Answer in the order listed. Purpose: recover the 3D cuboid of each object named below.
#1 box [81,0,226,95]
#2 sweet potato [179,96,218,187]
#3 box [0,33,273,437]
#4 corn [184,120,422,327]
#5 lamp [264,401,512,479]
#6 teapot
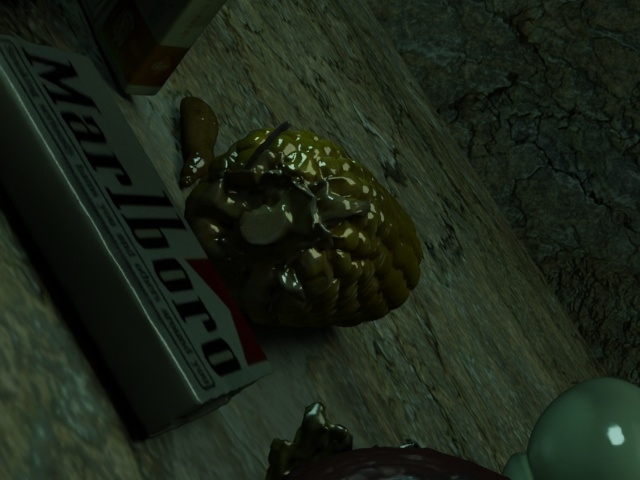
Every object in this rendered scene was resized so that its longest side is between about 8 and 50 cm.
[{"bbox_3d":[-0.118,-0.207,0.818,0.032,0.122,0.220,1,52,-45],"label":"box"},{"bbox_3d":[-0.075,-0.061,0.848,0.026,0.026,0.115,52,12,-27],"label":"sweet potato"},{"bbox_3d":[-0.090,-0.005,0.599,0.177,0.036,0.115,59,11,6],"label":"box"},{"bbox_3d":[0.000,0.000,0.811,0.106,0.106,0.305,60,8,9],"label":"corn"},{"bbox_3d":[0.028,0.152,0.474,0.156,0.135,0.157,29,42,0],"label":"lamp"},{"bbox_3d":[0.209,0.222,0.990,0.220,0.149,0.318,65,11,1],"label":"teapot"}]
